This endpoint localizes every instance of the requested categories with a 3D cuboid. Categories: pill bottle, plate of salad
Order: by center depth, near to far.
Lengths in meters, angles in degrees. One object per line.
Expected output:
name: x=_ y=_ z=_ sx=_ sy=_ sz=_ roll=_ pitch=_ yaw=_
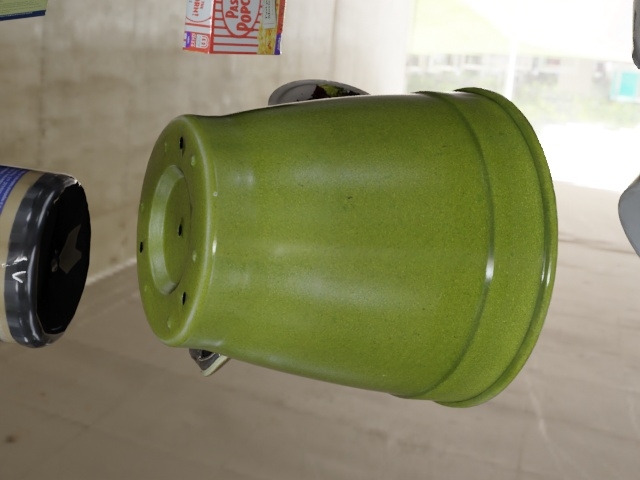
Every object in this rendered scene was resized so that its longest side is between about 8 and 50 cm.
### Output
pill bottle: x=-0.281 y=-0.001 z=0.767 sx=0.219 sy=0.123 sz=0.123 roll=8 pitch=-169 yaw=7
plate of salad: x=0.015 y=-0.183 z=1.701 sx=0.200 sy=0.048 sz=0.200 roll=11 pitch=155 yaw=5

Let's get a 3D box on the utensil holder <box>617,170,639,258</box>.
utensil holder: x=0.556 y=-0.080 z=1.163 sx=0.327 sy=0.385 sz=0.327 roll=43 pitch=173 yaw=7

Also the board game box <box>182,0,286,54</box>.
board game box: x=-0.113 y=-0.329 z=1.516 sx=0.045 sy=0.146 sz=0.193 roll=12 pitch=-166 yaw=26

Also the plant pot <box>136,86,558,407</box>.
plant pot: x=0.000 y=0.000 z=1.192 sx=0.353 sy=0.366 sz=0.366 roll=3 pitch=-170 yaw=-26

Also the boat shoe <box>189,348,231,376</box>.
boat shoe: x=-0.139 y=0.135 z=1.368 sx=0.056 sy=0.049 sz=0.152 roll=-39 pitch=-176 yaw=-19

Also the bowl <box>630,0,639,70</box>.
bowl: x=0.196 y=-0.097 z=0.514 sx=0.142 sy=0.142 sz=0.053 roll=36 pitch=136 yaw=-19

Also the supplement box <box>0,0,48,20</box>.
supplement box: x=-0.317 y=-0.270 z=1.107 sx=0.083 sy=0.083 sz=0.056 roll=-19 pitch=-124 yaw=-40
